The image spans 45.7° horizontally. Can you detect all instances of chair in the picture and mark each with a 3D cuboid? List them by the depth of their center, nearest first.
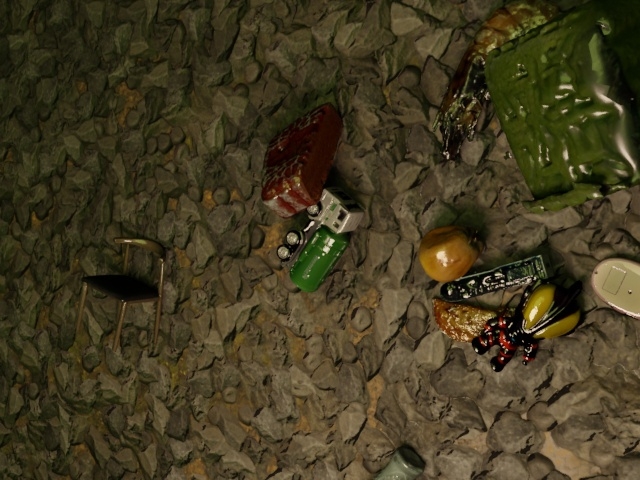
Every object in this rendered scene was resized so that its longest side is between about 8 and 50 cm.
[{"bbox_3d":[-0.528,0.134,2.037,0.188,0.166,0.272,20,102,30],"label":"chair"}]

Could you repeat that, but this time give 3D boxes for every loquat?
[{"bbox_3d":[0.269,0.021,1.565,0.137,0.137,0.113,-28,91,29],"label":"loquat"}]

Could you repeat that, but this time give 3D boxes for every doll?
[{"bbox_3d":[0.419,0.166,1.498,0.248,0.127,0.088,-39,37,24],"label":"doll"}]

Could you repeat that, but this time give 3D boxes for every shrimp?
[{"bbox_3d":[0.376,-0.308,1.528,0.233,0.071,0.365,31,102,22],"label":"shrimp"}]

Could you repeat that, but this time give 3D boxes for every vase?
[{"bbox_3d":[0.139,0.556,1.680,0.096,0.096,0.219,44,109,23],"label":"vase"}]

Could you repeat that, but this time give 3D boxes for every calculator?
[{"bbox_3d":[0.591,0.093,1.423,0.166,0.024,0.103,28,105,27],"label":"calculator"}]

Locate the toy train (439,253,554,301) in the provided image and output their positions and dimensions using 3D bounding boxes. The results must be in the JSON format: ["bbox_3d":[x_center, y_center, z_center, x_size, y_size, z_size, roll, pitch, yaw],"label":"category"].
[{"bbox_3d":[0.355,0.081,1.555,0.234,0.051,0.052,-20,81,34],"label":"toy train"}]

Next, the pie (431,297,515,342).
[{"bbox_3d":[0.317,0.173,1.592,0.191,0.033,0.088,4,97,32],"label":"pie"}]

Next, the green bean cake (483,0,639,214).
[{"bbox_3d":[0.449,-0.235,1.313,0.335,0.218,0.319,-23,90,64],"label":"green bean cake"}]

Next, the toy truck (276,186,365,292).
[{"bbox_3d":[0.000,0.000,1.746,0.125,0.101,0.242,41,113,21],"label":"toy truck"}]

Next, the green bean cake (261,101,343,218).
[{"bbox_3d":[-0.044,-0.177,1.713,0.198,0.097,0.233,-25,42,33],"label":"green bean cake"}]
